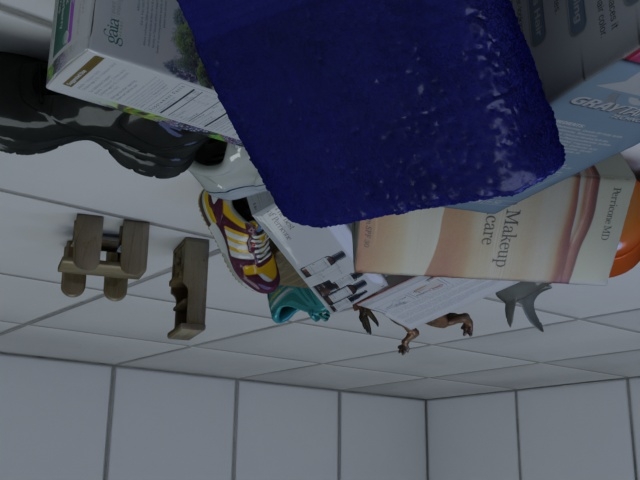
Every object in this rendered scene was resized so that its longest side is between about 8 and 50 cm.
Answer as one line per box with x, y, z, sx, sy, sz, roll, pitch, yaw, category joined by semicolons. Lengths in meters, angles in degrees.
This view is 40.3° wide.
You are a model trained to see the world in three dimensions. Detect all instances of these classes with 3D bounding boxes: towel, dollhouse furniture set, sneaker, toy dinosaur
0.009;-0.161;0.548;0.227;0.076;0.308;-8;117;38;towel
-0.323;0.074;1.490;0.242;0.161;0.212;7;163;-21;dollhouse furniture set
0.014;0.099;1.653;0.275;0.110;0.107;-13;159;37;sneaker
-0.099;-0.003;1.242;0.084;0.069;0.185;-13;118;41;sneaker
-0.230;-0.148;0.884;0.286;0.109;0.130;5;155;-39;sneaker
-0.059;-0.107;0.993;0.258;0.094;0.091;-17;147;35;sneaker
0.187;0.130;1.744;0.295;0.127;0.200;-16;150;30;toy dinosaur

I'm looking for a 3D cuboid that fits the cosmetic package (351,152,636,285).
0.188;-0.045;1.012;0.296;0.129;0.153;2;120;-1;cosmetic package

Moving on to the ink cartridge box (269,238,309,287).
-0.005;0.008;1.381;0.193;0.088;0.234;7;161;-24;ink cartridge box

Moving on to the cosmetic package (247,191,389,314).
0.000;0.000;1.202;0.099;0.060;0.239;-30;132;8;cosmetic package

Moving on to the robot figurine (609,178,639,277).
0.386;-0.021;1.197;0.158;0.128;0.219;0;163;17;robot figurine

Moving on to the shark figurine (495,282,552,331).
0.382;0.118;1.705;0.166;0.116;0.278;0;162;8;shark figurine

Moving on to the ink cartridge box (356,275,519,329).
0.220;0.036;1.351;0.296;0.066;0.261;-26;156;17;ink cartridge box

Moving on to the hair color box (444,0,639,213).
0.184;-0.163;0.628;0.113;0.185;0.374;7;163;-22;hair color box

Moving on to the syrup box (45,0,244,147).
-0.120;-0.163;0.800;0.237;0.093;0.096;13;160;-35;syrup box
